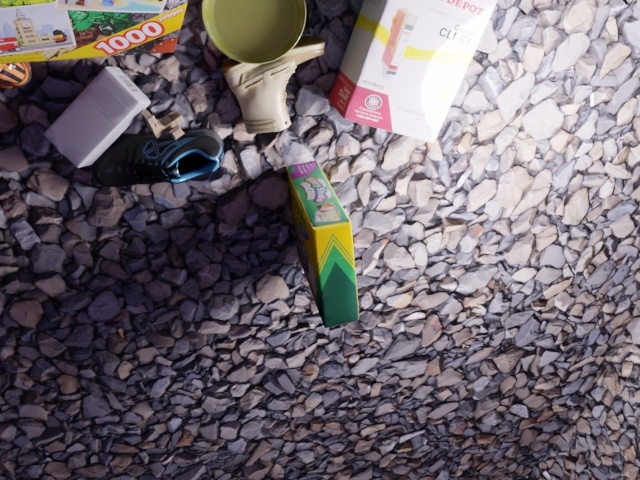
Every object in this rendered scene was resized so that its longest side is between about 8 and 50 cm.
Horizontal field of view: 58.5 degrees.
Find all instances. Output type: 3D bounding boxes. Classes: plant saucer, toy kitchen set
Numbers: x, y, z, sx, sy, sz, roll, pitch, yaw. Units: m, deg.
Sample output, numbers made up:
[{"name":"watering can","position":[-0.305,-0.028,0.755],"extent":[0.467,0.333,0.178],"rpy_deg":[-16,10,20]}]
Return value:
[{"name":"plant saucer","position":[-0.155,-0.533,1.341],"extent":[0.241,0.037,0.240],"rpy_deg":[0,96,-4]},{"name":"toy kitchen set","position":[-0.382,-0.297,1.419],"extent":[0.083,0.068,0.075],"rpy_deg":[-39,156,-15]}]

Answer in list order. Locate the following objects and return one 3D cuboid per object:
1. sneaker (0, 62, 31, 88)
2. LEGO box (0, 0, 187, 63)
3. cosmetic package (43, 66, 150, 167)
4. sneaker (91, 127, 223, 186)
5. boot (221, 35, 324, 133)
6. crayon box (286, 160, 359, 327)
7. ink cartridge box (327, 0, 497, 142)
[{"name":"sneaker","position":[-0.778,-0.413,1.235],"extent":[0.321,0.180,0.124],"rpy_deg":[31,89,5]},{"name":"LEGO box","position":[-0.502,-0.506,1.026],"extent":[0.501,0.193,0.372],"rpy_deg":[-14,169,-26]},{"name":"cosmetic package","position":[-0.537,-0.296,1.378],"extent":[0.231,0.085,0.117],"rpy_deg":[-41,98,12]},{"name":"sneaker","position":[-0.416,-0.203,1.454],"extent":[0.341,0.139,0.125],"rpy_deg":[-15,126,-4]},{"name":"boot","position":[-0.096,-0.392,1.454],"extent":[0.262,0.095,0.203],"rpy_deg":[-19,123,-2]},{"name":"crayon box","position":[0.000,0.000,1.561],"extent":[0.106,0.363,0.312],"rpy_deg":[-13,123,-8]},{"name":"ink cartridge box","position":[0.224,-0.478,1.453],"extent":[0.279,0.160,0.384],"rpy_deg":[11,117,-21]}]
